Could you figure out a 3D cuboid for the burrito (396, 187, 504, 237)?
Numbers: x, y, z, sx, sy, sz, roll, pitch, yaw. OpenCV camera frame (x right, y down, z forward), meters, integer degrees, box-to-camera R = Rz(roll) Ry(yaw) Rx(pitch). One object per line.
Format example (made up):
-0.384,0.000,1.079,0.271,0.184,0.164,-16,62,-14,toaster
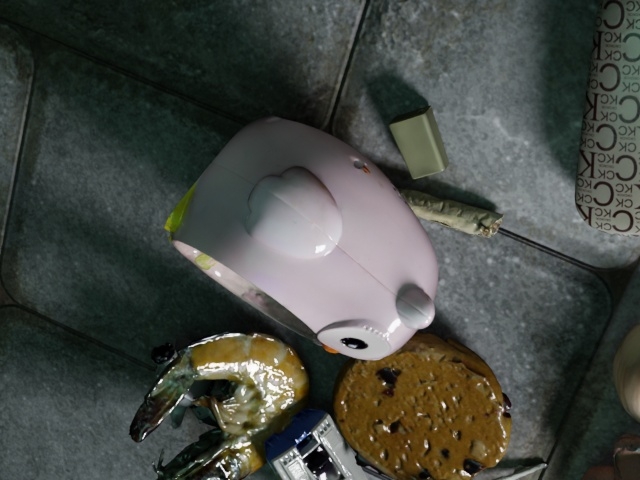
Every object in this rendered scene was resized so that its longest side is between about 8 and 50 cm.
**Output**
0.178,-0.045,1.844,0.186,0.041,0.045,18,158,13,burrito

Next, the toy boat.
0.026,0.423,2.045,0.088,0.129,0.295,17,140,58,toy boat

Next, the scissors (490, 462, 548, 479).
0.262,0.391,1.979,0.212,0.110,0.021,-26,61,14,scissors

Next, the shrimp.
-0.210,0.318,1.975,0.445,0.085,0.272,-41,124,-8,shrimp

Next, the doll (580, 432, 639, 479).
0.489,0.381,1.842,0.201,0.156,0.303,40,152,10,doll

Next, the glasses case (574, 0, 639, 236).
0.423,-0.174,1.665,0.137,0.085,0.354,11,114,19,glasses case

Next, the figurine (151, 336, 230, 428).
-0.215,0.243,2.071,0.126,0.147,0.192,-34,115,11,figurine

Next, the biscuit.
0.159,0.265,1.955,0.296,0.075,0.296,9,120,16,biscuit

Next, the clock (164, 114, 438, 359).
0.000,0.000,1.775,0.377,0.368,0.250,35,80,2,clock

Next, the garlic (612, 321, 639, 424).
0.476,0.199,1.794,0.115,0.128,0.206,24,128,38,garlic

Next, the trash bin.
0.146,-0.142,1.814,0.061,0.043,0.092,-16,105,26,trash bin
